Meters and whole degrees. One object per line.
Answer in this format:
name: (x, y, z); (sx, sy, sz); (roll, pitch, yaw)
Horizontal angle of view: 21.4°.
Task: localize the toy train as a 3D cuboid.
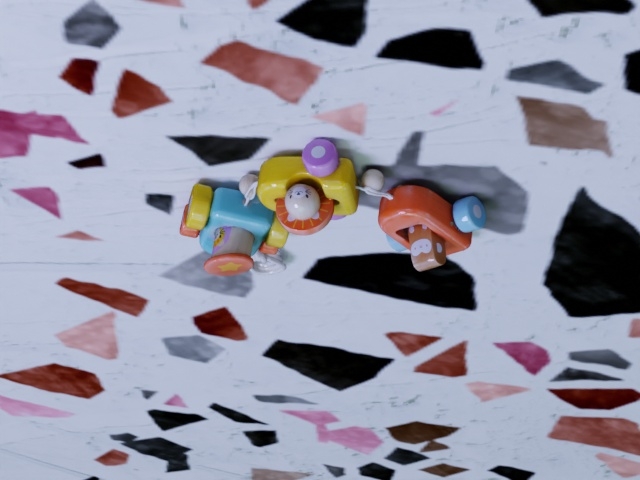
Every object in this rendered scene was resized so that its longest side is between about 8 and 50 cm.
toy train: (0.000, 0.000, 0.937); (0.166, 0.046, 0.125); (-14, 145, 34)
